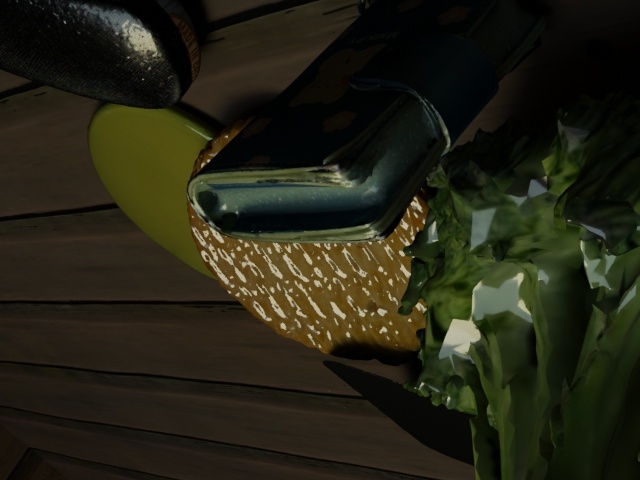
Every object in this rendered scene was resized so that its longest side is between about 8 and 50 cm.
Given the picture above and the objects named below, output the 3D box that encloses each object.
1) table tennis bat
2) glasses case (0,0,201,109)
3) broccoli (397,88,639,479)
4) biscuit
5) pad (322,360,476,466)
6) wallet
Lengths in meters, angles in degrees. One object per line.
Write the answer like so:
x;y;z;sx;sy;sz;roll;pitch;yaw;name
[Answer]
-0.062;-0.006;1.076;0.368;0.054;0.224;35;149;4;table tennis bat
-0.237;-0.188;0.913;0.321;0.082;0.122;20;152;21;glasses case
0.191;0.070;0.691;0.249;0.302;0.375;-3;153;-16;broccoli
0.000;0.000;0.968;0.254;0.035;0.254;16;136;17;biscuit
0.141;0.164;1.132;0.315;0.063;0.375;15;164;27;pad
0.031;-0.082;0.671;0.141;0.202;0.059;3;131;42;wallet
